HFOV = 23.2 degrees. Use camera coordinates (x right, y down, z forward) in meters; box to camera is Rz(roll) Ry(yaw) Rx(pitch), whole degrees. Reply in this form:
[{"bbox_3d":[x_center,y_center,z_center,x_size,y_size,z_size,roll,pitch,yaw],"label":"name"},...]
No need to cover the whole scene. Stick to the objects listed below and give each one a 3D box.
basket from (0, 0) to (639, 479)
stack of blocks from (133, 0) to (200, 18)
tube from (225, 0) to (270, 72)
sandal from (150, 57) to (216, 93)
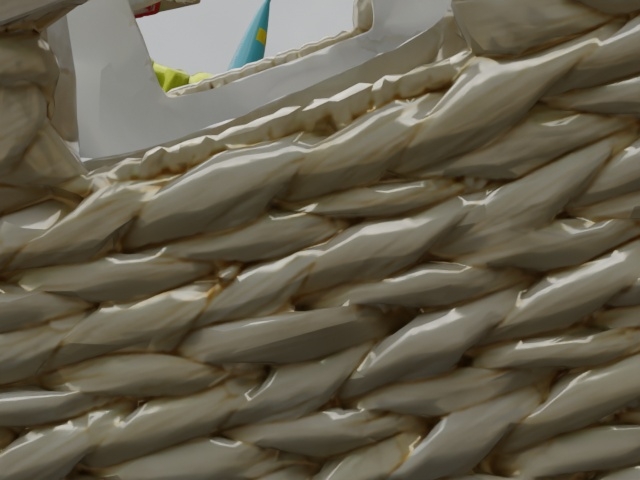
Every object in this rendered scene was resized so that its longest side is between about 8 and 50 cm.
[{"bbox_3d":[0.000,0.000,0.489,0.328,0.266,0.331,-19,7,0],"label":"basket"},{"bbox_3d":[-0.236,-0.321,1.363,0.171,0.297,0.087,-18,-29,-26],"label":"stack of blocks"},{"bbox_3d":[-0.090,-0.182,1.772,0.052,0.207,0.080,21,-28,-10],"label":"tube"},{"bbox_3d":[-0.173,-0.098,1.050,0.317,0.126,0.138,37,-27,-28],"label":"sandal"}]
